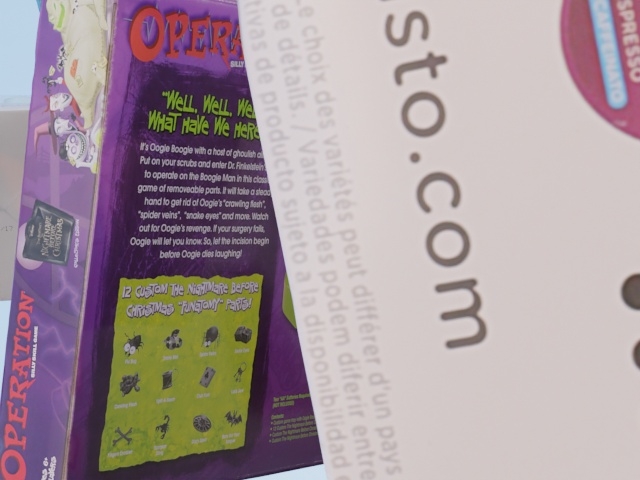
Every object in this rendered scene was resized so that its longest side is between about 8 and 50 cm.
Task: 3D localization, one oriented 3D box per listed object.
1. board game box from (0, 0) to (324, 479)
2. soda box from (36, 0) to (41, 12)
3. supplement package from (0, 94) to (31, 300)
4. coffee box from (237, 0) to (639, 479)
[{"bbox_3d":[0.000,0.000,0.718,0.346,0.056,0.208,1,-78,-53],"label":"board game box"},{"bbox_3d":[-0.123,-0.205,1.177,0.210,0.067,0.071,-23,-83,-51],"label":"soda box"},{"bbox_3d":[-0.276,-0.037,1.218,0.203,0.194,0.149,-151,59,-75],"label":"supplement package"},{"bbox_3d":[0.167,-0.104,0.459,0.338,0.334,0.338,-24,-76,-79],"label":"coffee box"}]
